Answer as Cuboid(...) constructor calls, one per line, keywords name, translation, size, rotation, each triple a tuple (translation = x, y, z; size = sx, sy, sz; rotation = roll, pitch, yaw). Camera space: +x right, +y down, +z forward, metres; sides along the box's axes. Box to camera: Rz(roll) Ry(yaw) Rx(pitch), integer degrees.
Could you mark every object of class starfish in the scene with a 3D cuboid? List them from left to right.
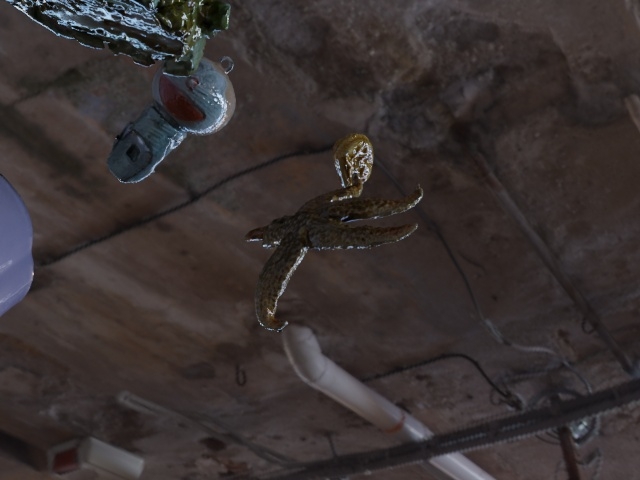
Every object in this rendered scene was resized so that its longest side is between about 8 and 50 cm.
Cuboid(name="starfish", translation=(-0.007, -0.006, 1.333), size=(0.327, 0.094, 0.375), rotation=(-48, -151, -19))

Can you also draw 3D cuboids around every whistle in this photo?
Cuboid(name="whistle", translation=(-0.309, -0.255, 1.758), size=(0.348, 0.189, 0.189), rotation=(-45, -138, 0))

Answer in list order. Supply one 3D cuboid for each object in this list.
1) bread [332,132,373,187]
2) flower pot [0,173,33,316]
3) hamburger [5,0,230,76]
Cuboid(name="bread", translation=(0.061, -0.147, 1.561), size=(0.083, 0.110, 0.044), rotation=(-39, -130, -22))
Cuboid(name="flower pot", translation=(-0.493, 0.032, 0.942), size=(0.265, 0.265, 0.243), rotation=(-27, -164, 22))
Cuboid(name="hamburger", translation=(-0.237, -0.321, 0.997), size=(0.167, 0.288, 0.192), rotation=(115, -6, -66))
